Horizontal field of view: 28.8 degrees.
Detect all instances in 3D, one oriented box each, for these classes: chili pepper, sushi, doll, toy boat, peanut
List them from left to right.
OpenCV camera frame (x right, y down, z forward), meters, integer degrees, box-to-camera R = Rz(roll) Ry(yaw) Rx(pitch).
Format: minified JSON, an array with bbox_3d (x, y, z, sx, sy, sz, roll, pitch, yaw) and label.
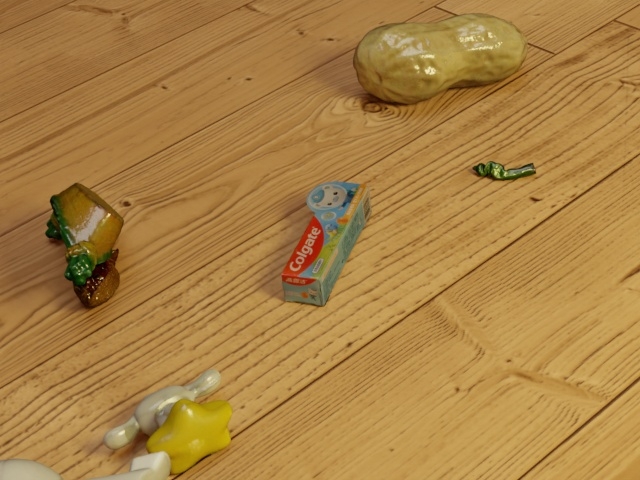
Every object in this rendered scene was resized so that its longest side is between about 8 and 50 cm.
[{"bbox_3d":[-0.289,-0.013,1.494,0.088,0.089,0.229,-52,23,-1],"label":"toy boat"},{"bbox_3d":[-0.270,0.047,1.484,0.050,0.047,0.099,-3,34,8],"label":"sushi"},{"bbox_3d":[-0.158,0.184,1.280,0.135,0.071,0.113,-16,30,-6],"label":"doll"},{"bbox_3d":[0.174,-0.258,1.767,0.257,0.123,0.123,-8,37,-9],"label":"peanut"},{"bbox_3d":[0.238,-0.090,1.614,0.083,0.022,0.027,1,71,8],"label":"chili pepper"}]

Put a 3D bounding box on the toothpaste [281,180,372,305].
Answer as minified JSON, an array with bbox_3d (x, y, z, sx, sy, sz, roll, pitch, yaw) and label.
[{"bbox_3d":[0.000,0.000,1.510,0.070,0.044,0.193,7,39,19],"label":"toothpaste"}]

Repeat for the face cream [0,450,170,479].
[{"bbox_3d":[-0.315,0.268,1.120,0.370,0.145,0.145,-10,38,-3],"label":"face cream"}]
